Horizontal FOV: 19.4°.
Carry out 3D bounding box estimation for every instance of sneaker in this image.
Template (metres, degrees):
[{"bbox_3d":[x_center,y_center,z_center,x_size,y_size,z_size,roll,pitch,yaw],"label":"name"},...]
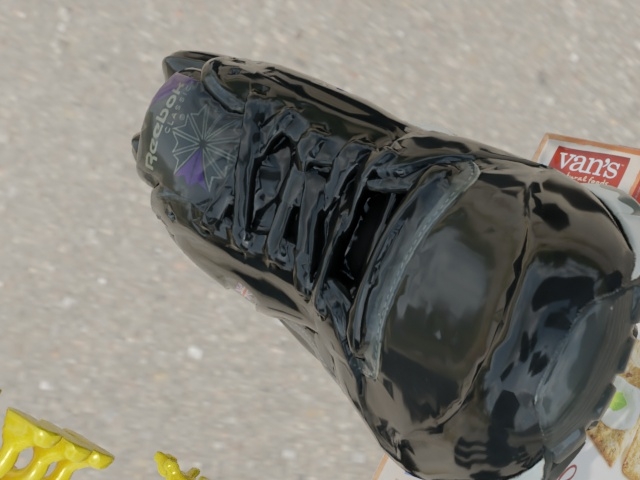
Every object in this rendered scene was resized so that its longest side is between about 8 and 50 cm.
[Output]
[{"bbox_3d":[0.000,0.000,0.594,0.107,0.124,0.283,-64,18,3],"label":"sneaker"}]

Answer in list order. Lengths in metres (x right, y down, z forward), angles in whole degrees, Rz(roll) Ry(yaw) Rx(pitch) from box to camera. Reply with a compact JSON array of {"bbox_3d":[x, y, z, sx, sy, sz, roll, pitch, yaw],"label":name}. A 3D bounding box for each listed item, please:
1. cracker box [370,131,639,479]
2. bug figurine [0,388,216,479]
[{"bbox_3d":[0.112,0.089,0.857,0.067,0.156,0.232,13,69,40],"label":"cracker box"},{"bbox_3d":[-0.036,0.128,0.624,0.279,0.216,0.072,23,86,41],"label":"bug figurine"}]
